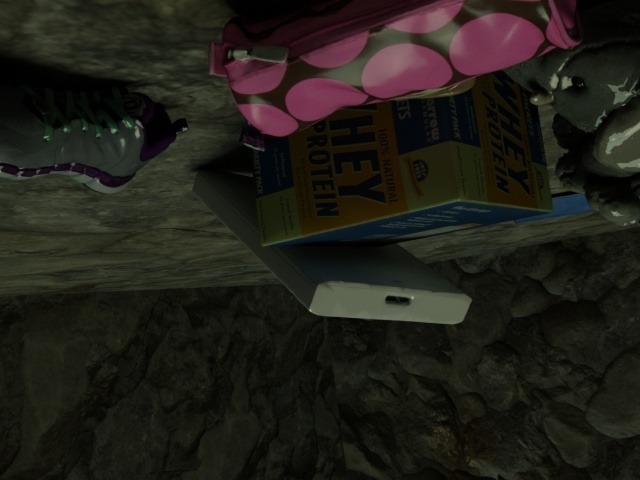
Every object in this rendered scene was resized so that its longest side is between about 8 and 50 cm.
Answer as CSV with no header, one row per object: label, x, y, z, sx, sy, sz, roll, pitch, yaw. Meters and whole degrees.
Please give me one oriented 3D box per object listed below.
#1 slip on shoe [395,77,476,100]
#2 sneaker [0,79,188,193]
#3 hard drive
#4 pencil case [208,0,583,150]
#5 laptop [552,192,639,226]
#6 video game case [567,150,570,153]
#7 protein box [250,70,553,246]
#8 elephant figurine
slip on shoe,0.045,-0.122,0.470,0.135,0.051,0.041,2,171,31
sneaker,-0.189,-0.097,0.500,0.098,0.083,0.223,-31,172,13
hard drive,0.000,0.000,0.757,0.203,0.040,0.307,8,-160,-35
pencil case,0.040,-0.124,0.390,0.209,0.095,0.098,-14,164,27
laptop,0.675,0.005,1.539,0.236,0.408,0.382,-44,163,12
video game case,0.481,-0.129,0.864,0.206,0.026,0.227,-2,178,-13
protein box,0.075,-0.075,0.608,0.201,0.136,0.199,-13,171,38
elephant figurine,0.234,-0.113,0.484,0.186,0.169,0.239,-38,149,10
